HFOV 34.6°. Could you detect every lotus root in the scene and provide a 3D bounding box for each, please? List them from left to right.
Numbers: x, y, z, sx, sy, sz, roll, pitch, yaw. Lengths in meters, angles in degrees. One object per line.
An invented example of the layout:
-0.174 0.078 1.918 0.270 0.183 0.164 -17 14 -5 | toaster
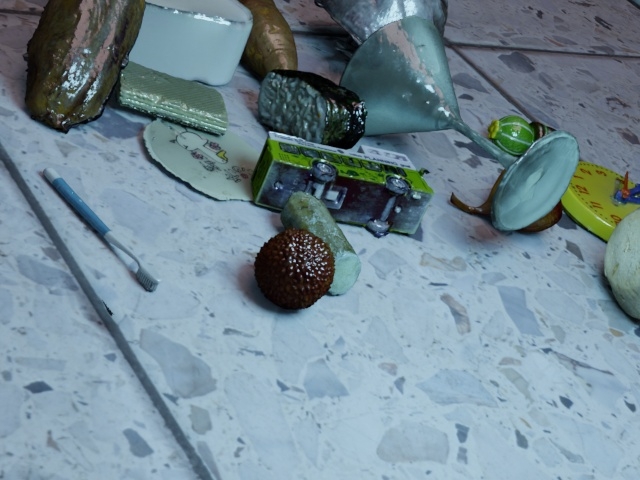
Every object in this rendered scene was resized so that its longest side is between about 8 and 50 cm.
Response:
-0.387 -0.330 1.669 0.167 0.078 0.329 15 64 -9 | lotus root

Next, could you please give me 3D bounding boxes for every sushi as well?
-0.011 -0.236 1.862 0.127 0.124 0.225 0 22 -38 | sushi

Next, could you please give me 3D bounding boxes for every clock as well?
0.633 -0.079 2.178 0.293 0.071 0.277 7 37 -28 | clock

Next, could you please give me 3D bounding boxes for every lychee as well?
-0.034 0.040 1.484 0.123 0.129 0.123 7 75 -26 | lychee

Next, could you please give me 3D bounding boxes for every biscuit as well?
-0.258 -0.251 1.789 0.199 0.040 0.121 15 30 -24 | biscuit

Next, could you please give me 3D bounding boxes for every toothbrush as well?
-0.314 -0.019 1.462 0.276 0.025 0.019 41 29 26 | toothbrush

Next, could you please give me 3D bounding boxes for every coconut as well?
0.667 0.046 1.877 0.266 0.237 0.237 13 34 -13 | coconut

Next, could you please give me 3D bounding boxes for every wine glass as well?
0.254 -0.209 1.867 0.267 0.267 0.406 -8 38 -42 | wine glass

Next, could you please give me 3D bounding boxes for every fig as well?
0.353 -0.068 1.950 0.201 0.133 0.146 -19 27 -11 | fig

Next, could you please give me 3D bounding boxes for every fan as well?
-0.253 -0.191 1.756 0.415 0.012 0.233 38 30 13 | fan

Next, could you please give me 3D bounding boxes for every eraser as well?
-0.285 -0.413 1.929 0.331 0.150 0.331 16 33 -11 | eraser

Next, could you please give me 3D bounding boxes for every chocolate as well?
0.166 -0.523 2.275 0.303 0.213 0.303 36 16 -12 | chocolate

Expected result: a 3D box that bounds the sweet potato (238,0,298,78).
-0.116 -0.405 2.062 0.131 0.131 0.336 7 36 -28 | sweet potato

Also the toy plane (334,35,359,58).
0.095 -0.394 2.257 0.226 0.058 0.226 19 29 -42 | toy plane

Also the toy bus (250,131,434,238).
0.033 -0.101 1.744 0.302 0.113 0.139 10 33 -24 | toy bus

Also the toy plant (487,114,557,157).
0.438 -0.219 2.220 0.162 0.093 0.093 17 33 -16 | toy plant

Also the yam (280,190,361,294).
0.000 0.000 1.604 0.078 0.078 0.179 2 39 -34 | yam
